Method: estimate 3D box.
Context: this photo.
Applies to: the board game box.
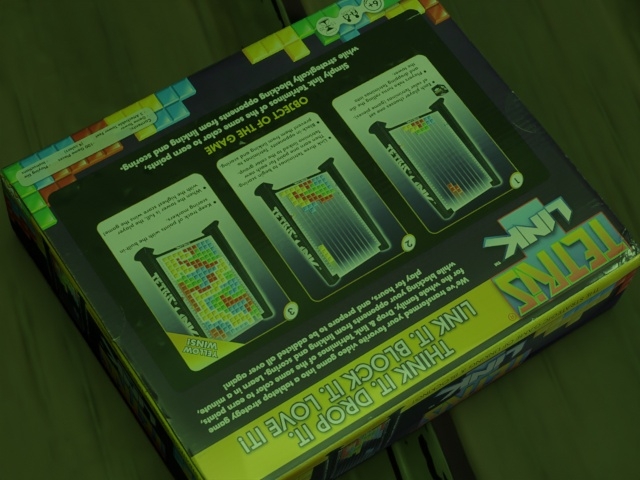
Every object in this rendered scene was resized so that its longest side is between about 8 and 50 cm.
[{"bbox_3d":[0.000,0.000,0.512,0.170,0.048,0.141,-29,70,-18],"label":"board game box"}]
